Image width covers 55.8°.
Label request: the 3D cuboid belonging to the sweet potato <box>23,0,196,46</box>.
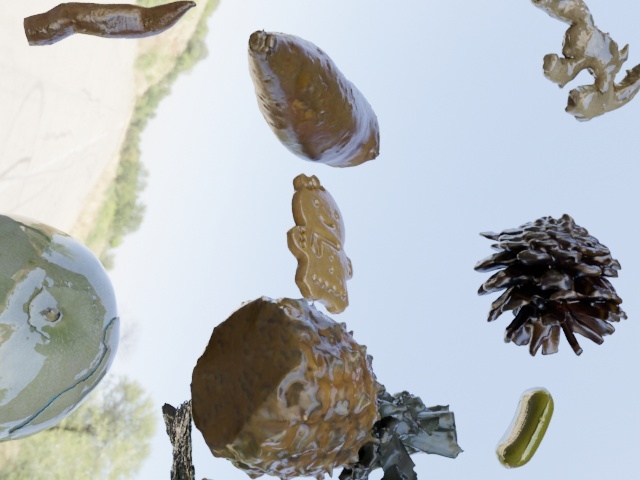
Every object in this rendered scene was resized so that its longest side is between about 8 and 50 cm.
[{"bbox_3d":[-0.351,-0.373,1.024,0.067,0.281,0.059,93,-16,-46],"label":"sweet potato"}]

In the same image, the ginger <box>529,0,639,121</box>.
[{"bbox_3d":[0.400,-0.294,0.945,0.149,0.259,0.065,-50,-163,-7],"label":"ginger"}]

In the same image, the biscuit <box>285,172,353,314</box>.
[{"bbox_3d":[0.004,0.004,0.782,0.027,0.133,0.184,-21,-136,30],"label":"biscuit"}]

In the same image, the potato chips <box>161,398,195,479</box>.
[{"bbox_3d":[-0.202,0.288,0.876,0.209,0.026,0.142,-138,-121,-61],"label":"potato chips"}]

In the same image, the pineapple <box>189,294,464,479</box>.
[{"bbox_3d":[0.021,0.134,0.474,0.128,0.248,0.128,-23,-129,31],"label":"pineapple"}]

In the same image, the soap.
[{"bbox_3d":[0.322,0.294,0.949,0.140,0.045,0.089,-58,-179,-13],"label":"soap"}]

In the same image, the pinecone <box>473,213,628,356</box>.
[{"bbox_3d":[0.327,0.067,0.875,0.202,0.229,0.201,-16,-93,23],"label":"pinecone"}]

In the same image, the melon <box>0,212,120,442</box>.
[{"bbox_3d":[-0.384,0.098,0.710,0.330,0.268,0.268,-6,-116,41],"label":"melon"}]

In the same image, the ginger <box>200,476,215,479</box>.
[{"bbox_3d":[-0.178,0.371,0.743,0.288,0.075,0.089,-1,83,-76],"label":"ginger"}]

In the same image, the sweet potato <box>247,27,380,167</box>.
[{"bbox_3d":[-0.016,-0.169,0.755,0.131,0.131,0.337,-69,161,5],"label":"sweet potato"}]
